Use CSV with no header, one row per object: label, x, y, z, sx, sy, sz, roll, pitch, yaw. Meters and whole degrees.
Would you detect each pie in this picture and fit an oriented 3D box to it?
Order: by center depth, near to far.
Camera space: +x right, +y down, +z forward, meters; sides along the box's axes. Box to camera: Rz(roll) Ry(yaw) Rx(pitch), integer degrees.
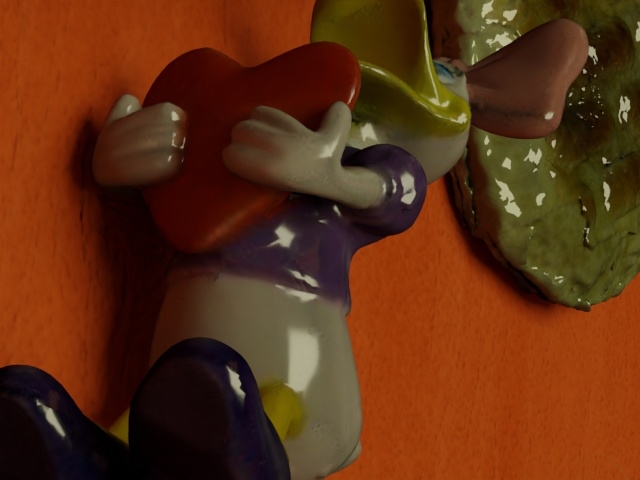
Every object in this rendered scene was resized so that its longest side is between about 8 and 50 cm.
pie,0.162,-0.096,1.207,0.306,0.071,0.306,17,69,-52

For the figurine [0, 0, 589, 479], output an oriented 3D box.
figurine,-0.003,0.000,0.867,0.193,0.154,0.421,61,40,-35
